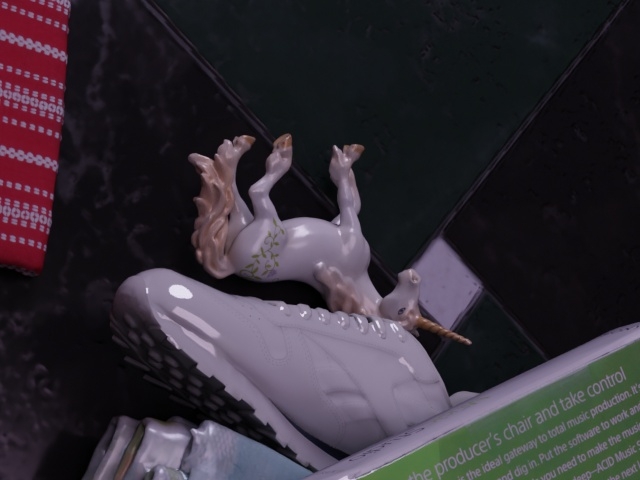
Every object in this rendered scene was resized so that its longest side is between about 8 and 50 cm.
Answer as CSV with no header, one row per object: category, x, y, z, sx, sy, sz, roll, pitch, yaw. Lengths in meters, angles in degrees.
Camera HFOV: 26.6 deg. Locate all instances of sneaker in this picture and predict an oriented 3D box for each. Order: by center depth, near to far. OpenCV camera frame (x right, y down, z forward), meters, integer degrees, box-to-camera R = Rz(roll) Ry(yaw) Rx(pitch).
sneaker,-0.006,0.070,0.707,0.235,0.090,0.095,38,74,-31

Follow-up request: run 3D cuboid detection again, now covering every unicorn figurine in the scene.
unicorn figurine,0.000,0.000,0.759,0.161,0.060,0.111,3,85,-16

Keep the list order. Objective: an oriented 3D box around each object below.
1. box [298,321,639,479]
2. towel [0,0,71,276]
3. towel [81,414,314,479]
box,0.137,0.226,0.673,0.232,0.058,0.322,-20,91,-32
towel,-0.209,-0.132,0.660,0.199,0.031,0.275,14,71,-42
towel,-0.006,0.298,0.658,0.374,0.090,0.321,34,65,-19
